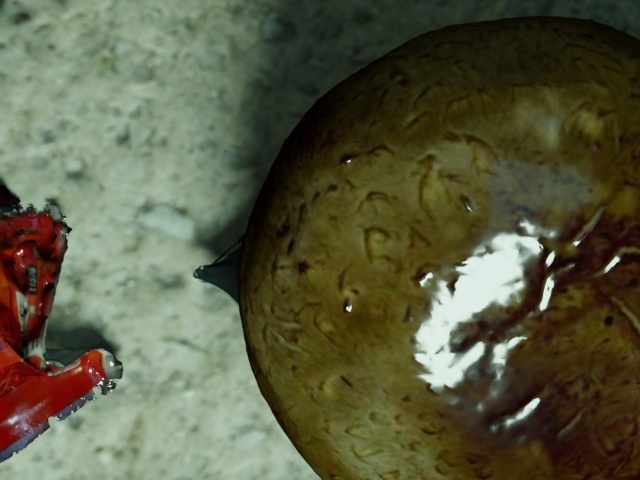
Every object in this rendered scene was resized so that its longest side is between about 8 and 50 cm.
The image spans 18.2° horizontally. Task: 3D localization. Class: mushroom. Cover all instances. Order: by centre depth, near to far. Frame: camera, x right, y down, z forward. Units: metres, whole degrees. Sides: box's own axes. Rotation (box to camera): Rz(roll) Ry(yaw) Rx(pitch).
[{"bbox_3d":[0.113,0.032,1.196,0.345,0.239,0.345,-1,94,-16],"label":"mushroom"}]

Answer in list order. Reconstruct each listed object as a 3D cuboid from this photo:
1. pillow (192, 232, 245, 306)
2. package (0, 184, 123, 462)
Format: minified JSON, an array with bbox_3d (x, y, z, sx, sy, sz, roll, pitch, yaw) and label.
[{"bbox_3d":[0.000,0.000,1.286,0.090,0.048,0.150,43,86,1],"label":"pillow"},{"bbox_3d":[-0.254,0.073,1.206,0.269,0.071,0.194,-19,80,-35],"label":"package"}]
